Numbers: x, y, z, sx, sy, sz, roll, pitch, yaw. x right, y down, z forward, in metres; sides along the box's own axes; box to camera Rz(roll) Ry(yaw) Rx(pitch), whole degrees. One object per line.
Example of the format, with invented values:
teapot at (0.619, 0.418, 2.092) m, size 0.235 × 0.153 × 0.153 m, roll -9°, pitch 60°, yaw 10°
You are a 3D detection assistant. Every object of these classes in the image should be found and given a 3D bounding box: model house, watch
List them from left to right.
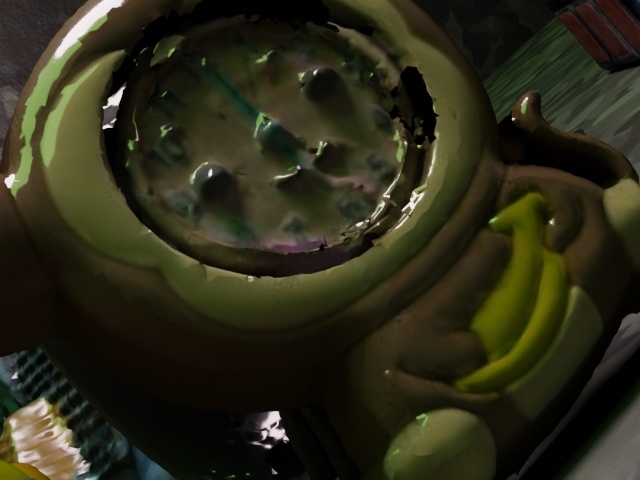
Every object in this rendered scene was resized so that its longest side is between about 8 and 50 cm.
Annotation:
model house at (-0.162, 0.145, 1.034) m, size 0.226 × 0.241 × 0.261 m, roll -41°, pitch 3°, yaw -39°
watch at (-0.026, 0.034, 0.799) m, size 0.314 × 0.335 × 0.327 m, roll -49°, pitch -13°, yaw -25°

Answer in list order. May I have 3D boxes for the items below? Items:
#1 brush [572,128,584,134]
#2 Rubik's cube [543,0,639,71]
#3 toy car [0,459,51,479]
brush at (0.247, -0.099, 1.469) m, size 0.024 × 0.008 × 0.083 m, roll -46°, pitch 5°, yaw -20°
Rubik's cube at (0.360, -0.400, 1.575) m, size 0.301 × 0.305 × 0.304 m, roll -42°, pitch 5°, yaw 1°
toy car at (-0.214, 0.250, 0.885) m, size 0.248 × 0.200 × 0.142 m, roll -49°, pitch -28°, yaw 17°
